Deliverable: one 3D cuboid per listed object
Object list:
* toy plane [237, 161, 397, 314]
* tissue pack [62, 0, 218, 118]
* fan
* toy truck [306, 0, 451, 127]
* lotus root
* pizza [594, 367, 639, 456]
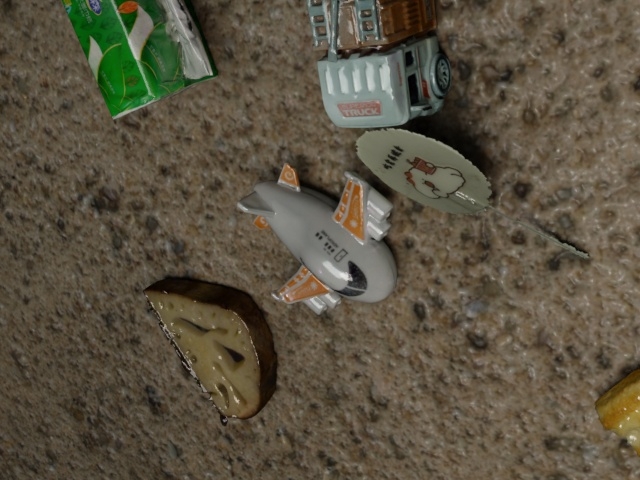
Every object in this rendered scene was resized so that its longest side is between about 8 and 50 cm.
[{"bbox_3d":[0.000,0.000,1.302,0.244,0.117,0.245,12,115,27],"label":"toy plane"},{"bbox_3d":[-0.233,-0.300,1.289,0.156,0.148,0.209,-13,103,36],"label":"tissue pack"},{"bbox_3d":[0.190,-0.050,1.176,0.329,0.009,0.191,28,161,-1],"label":"fan"},{"bbox_3d":[0.057,-0.283,1.112,0.136,0.162,0.305,2,112,30],"label":"toy truck"},{"bbox_3d":[-0.159,0.160,1.496,0.170,0.074,0.261,-25,95,36],"label":"lotus root"},{"bbox_3d":[0.494,0.260,1.148,0.280,0.075,0.288,-21,101,40],"label":"pizza"}]
